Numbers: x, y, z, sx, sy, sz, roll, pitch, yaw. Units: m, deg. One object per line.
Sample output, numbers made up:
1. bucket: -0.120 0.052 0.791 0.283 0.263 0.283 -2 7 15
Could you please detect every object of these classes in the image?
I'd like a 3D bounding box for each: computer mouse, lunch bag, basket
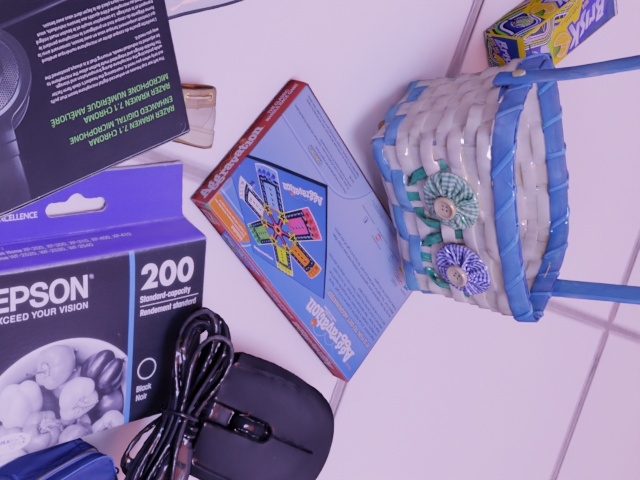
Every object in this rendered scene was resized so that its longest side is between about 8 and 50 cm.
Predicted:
1. computer mouse: -0.055 0.176 0.945 0.272 0.072 0.188 30 78 -60
2. lunch bag: -0.203 0.202 0.851 0.098 0.065 0.067 -29 124 -35
3. basket: 0.209 -0.044 1.002 0.201 0.289 0.255 -62 142 -51

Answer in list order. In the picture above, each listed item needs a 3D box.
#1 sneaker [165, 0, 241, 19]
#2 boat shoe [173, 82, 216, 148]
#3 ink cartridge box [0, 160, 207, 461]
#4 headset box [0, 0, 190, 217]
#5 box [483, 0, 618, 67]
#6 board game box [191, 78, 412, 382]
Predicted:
1. sneaker: -0.113 -0.244 0.761 0.226 0.086 0.163 -29 126 -34
2. boat shoe: -0.141 -0.112 0.806 0.170 0.063 0.059 11 95 -56
3. ink cartridge box: -0.181 0.050 0.833 0.206 0.045 0.208 -11 111 -42
4. headset box: -0.212 -0.168 0.574 0.131 0.246 0.283 -30 126 -35
5. box: 0.250 -0.234 1.157 0.169 0.054 0.059 -40 129 -29
6. board game box: 0.000 0.000 1.010 0.145 0.027 0.281 -53 135 -20
